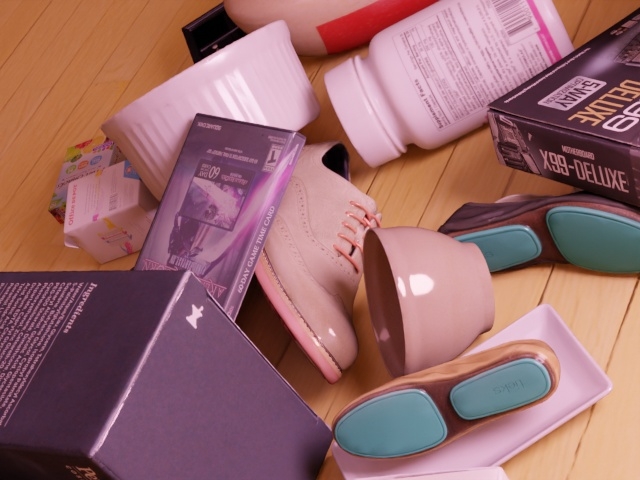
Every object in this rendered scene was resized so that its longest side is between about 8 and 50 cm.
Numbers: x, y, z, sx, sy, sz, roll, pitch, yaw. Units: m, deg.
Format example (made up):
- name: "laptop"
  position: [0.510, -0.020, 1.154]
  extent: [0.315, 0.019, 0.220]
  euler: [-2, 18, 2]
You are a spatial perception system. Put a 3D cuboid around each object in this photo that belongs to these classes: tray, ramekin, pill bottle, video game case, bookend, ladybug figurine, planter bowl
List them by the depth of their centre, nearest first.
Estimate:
- name: "tray"
  position: [0.147, 0.181, 1.252]
  extent: [0.270, 0.030, 0.145]
  euler: [-34, 38, 3]
- name: "planter bowl"
  position: [0.116, 0.057, 1.321]
  extent: [0.109, 0.162, 0.162]
  euler: [-11, 37, -10]
- name: "video game case"
  position: [-0.130, -0.006, 1.438]
  extent: [0.196, 0.026, 0.274]
  euler: [16, 82, 50]
- name: "pill bottle"
  position: [0.158, -0.209, 1.545]
  extent: [0.283, 0.160, 0.160]
  euler: [-26, 39, 13]
- name: "ramekin"
  position: [-0.133, -0.161, 1.660]
  extent: [0.277, 0.135, 0.277]
  euler: [-31, 6, 3]
- name: "ladybug figurine"
  position: [0.082, -0.399, 1.792]
  extent: [0.449, 0.162, 0.305]
  euler: [-27, 34, 8]
- name: "bookend"
  position: [-0.117, -0.302, 1.927]
  extent: [0.156, 0.072, 0.157]
  euler: [-31, 38, 7]

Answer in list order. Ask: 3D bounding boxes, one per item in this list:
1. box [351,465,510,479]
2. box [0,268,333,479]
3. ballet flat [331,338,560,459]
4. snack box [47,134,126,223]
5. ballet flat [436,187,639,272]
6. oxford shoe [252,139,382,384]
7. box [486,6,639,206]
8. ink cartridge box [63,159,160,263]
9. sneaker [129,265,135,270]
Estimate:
- name: "box"
  position: [0.125, 0.306, 0.905]
  extent: [0.121, 0.311, 0.148]
  euler: [-12, 44, 28]
- name: "box"
  position: [-0.242, 0.198, 1.320]
  extent: [0.396, 0.293, 0.212]
  euler: [-3, 49, 37]
- name: "ballet flat"
  position: [0.124, 0.153, 1.232]
  extent: [0.232, 0.080, 0.073]
  euler: [-19, 13, 18]
- name: "snack box"
  position: [-0.347, -0.097, 1.919]
  extent: [0.100, 0.037, 0.141]
  euler: [-18, 41, 24]
- name: "ballet flat"
  position: [0.248, -0.021, 1.338]
  extent: [0.280, 0.095, 0.096]
  euler: [-2, 41, 36]
- name: "oxford shoe"
  position: [0.000, 0.000, 1.469]
  extent: [0.147, 0.140, 0.397]
  euler: [-26, 39, 8]
- name: "box"
  position: [0.367, -0.153, 1.327]
  extent: [0.307, 0.076, 0.242]
  euler: [-33, 33, -25]
- name: "ink cartridge box"
  position: [-0.283, -0.039, 1.756]
  extent: [0.143, 0.090, 0.092]
  euler: [-19, 50, 22]
- name: "sneaker"
  position: [-0.139, 0.069, 1.541]
  extent: [0.145, 0.090, 0.270]
  euler: [-38, 35, 2]
